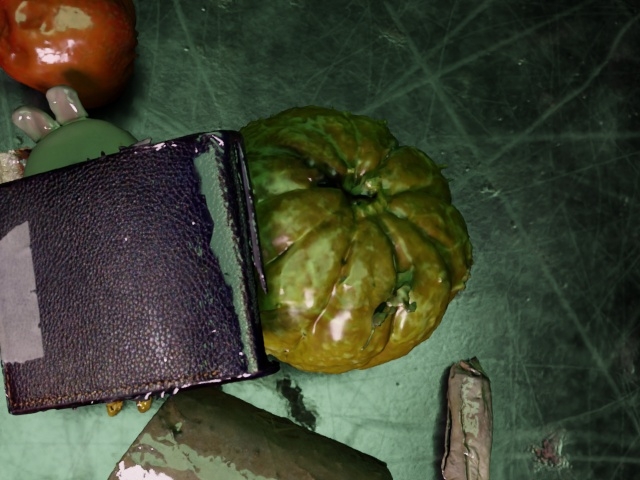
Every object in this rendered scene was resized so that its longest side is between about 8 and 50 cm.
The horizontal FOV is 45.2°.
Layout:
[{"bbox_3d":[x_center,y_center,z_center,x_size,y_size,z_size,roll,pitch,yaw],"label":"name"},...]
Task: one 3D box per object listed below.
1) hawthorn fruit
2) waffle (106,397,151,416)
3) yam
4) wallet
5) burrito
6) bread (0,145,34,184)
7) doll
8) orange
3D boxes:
[{"bbox_3d":[-0.347,-0.227,0.848,0.286,0.165,0.165,-3,77,-11],"label":"hawthorn fruit"},{"bbox_3d":[-0.212,0.071,0.854,0.231,0.051,0.228,-43,89,-15],"label":"waffle"},{"bbox_3d":[-0.068,0.253,0.779,0.268,0.161,0.161,24,74,-2],"label":"yam"},{"bbox_3d":[-0.175,0.032,0.690,0.262,0.071,0.220,-11,86,13],"label":"wallet"},{"bbox_3d":[0.168,0.225,0.884,0.058,0.045,0.188,18,70,-31],"label":"burrito"},{"bbox_3d":[-0.326,-0.074,0.876,0.083,0.035,0.070,-7,79,-14],"label":"bread"},{"bbox_3d":[-0.227,-0.020,0.791,0.155,0.113,0.275,-26,79,9],"label":"doll"},{"bbox_3d":[0.000,0.000,0.814,0.301,0.223,0.300,40,47,3],"label":"orange"}]
